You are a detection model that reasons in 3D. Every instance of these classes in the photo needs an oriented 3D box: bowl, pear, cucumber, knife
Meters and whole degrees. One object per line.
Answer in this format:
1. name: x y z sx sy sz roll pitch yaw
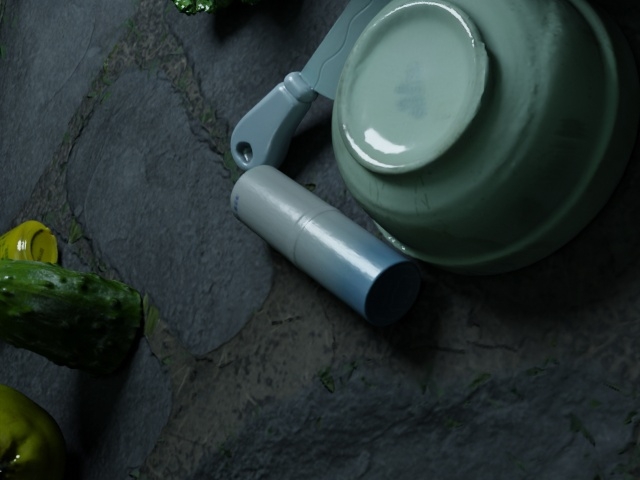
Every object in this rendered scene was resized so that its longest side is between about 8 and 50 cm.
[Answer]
1. bowl: 0.131 -0.126 0.987 0.307 0.163 0.307 -12 71 40
2. pear: -0.441 0.284 1.322 0.269 0.212 0.213 -17 64 56
3. cucumber: -0.347 0.080 1.287 0.134 0.244 0.134 -20 57 34
4. knife: 0.005 -0.186 1.150 0.331 0.044 0.080 -45 72 34

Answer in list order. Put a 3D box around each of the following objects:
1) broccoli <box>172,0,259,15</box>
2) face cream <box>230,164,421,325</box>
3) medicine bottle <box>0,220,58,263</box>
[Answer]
1. broccoli: -0.134 -0.404 1.246 0.269 0.269 0.254 -22 92 35
2. face cream: 0.000 0.000 1.110 0.250 0.077 0.077 37 102 43
3. medicine bottle: -0.506 0.068 1.542 0.308 0.076 0.111 -25 54 33
